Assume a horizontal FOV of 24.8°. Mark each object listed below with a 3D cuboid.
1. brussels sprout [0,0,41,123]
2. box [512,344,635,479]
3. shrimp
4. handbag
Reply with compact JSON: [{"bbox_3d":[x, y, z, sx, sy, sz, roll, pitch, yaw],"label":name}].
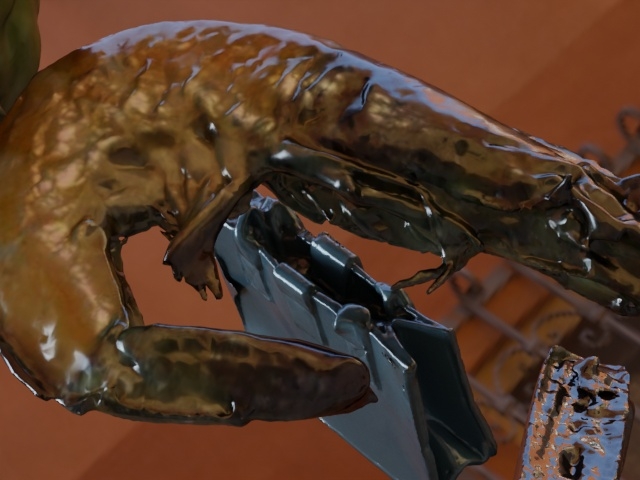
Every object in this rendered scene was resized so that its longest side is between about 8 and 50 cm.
[{"bbox_3d":[-0.320,-0.160,0.880,0.328,0.247,0.328,-31,-41,-32],"label":"brussels sprout"},{"bbox_3d":[0.186,0.302,1.219,0.359,0.091,0.350,-57,-24,-62],"label":"box"},{"bbox_3d":[0.000,0.000,0.788,0.085,0.445,0.272,77,-146,-52],"label":"shrimp"},{"bbox_3d":[0.015,0.064,0.994,0.062,0.229,0.179,-37,-45,-20],"label":"handbag"}]
